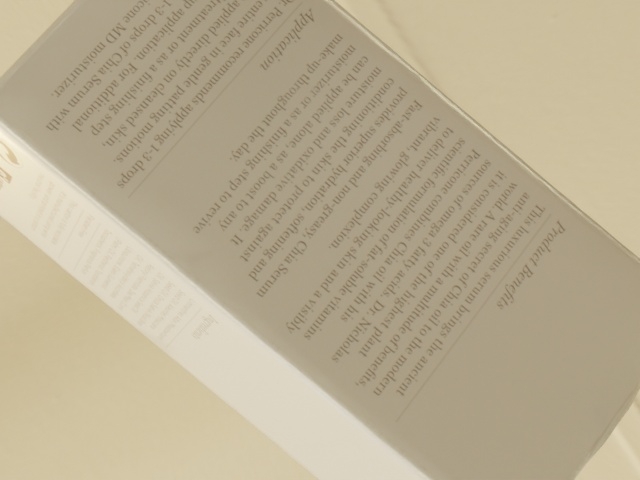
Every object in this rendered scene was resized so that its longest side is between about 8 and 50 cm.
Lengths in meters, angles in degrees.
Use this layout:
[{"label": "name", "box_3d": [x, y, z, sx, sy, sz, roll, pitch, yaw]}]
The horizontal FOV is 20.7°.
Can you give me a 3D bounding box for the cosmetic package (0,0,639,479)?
[{"label": "cosmetic package", "box_3d": [0.000, 0.000, 1.209, 0.453, 0.161, 0.230, 40, -113, -2]}]
